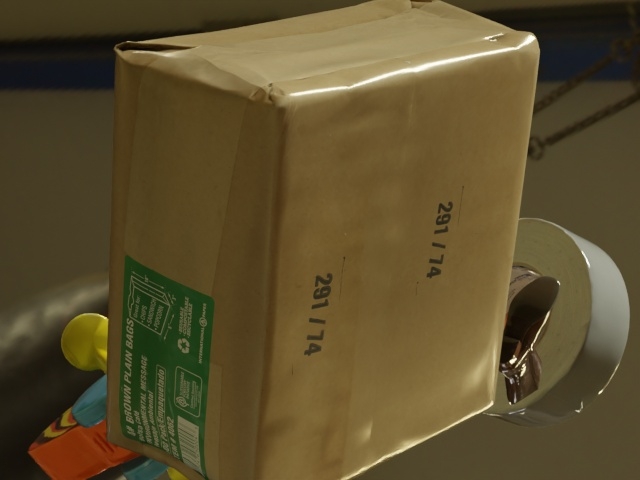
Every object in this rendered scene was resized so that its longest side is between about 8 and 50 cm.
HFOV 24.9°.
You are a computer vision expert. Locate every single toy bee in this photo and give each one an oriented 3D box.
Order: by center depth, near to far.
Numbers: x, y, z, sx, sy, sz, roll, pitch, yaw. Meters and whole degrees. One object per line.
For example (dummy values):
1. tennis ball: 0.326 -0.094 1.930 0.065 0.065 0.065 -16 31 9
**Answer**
1. toy bee: -0.140 0.152 1.361 0.298 0.162 0.195 2 -54 38

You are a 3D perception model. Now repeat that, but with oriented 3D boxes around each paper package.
1. paper package: 0.000 0.000 1.098 0.168 0.309 0.325 23 -61 39

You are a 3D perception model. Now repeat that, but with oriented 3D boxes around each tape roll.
1. tape roll: 0.224 0.089 1.577 0.219 0.072 0.219 -22 -123 39

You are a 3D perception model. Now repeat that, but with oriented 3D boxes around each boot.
1. boot: 0.206 0.099 1.412 0.037 0.106 0.114 30 -14 31
